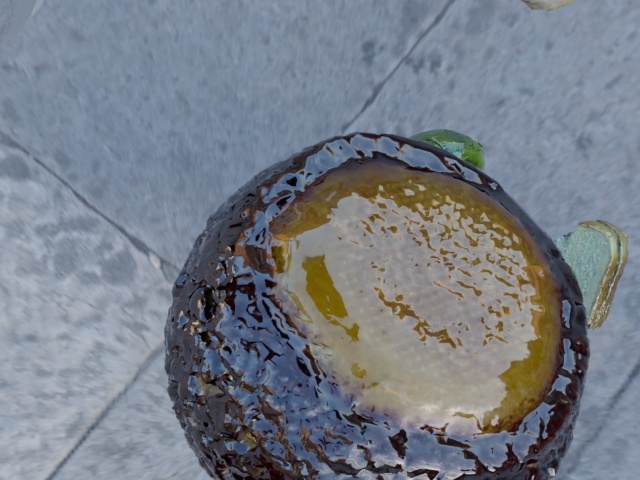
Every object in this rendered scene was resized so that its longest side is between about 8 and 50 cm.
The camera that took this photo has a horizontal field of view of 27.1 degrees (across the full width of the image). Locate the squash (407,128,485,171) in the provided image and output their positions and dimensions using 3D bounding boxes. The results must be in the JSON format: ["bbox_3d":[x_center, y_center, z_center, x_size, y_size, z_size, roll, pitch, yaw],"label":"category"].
[{"bbox_3d":[0.000,-0.002,1.191,0.331,0.087,0.087,-31,85,13],"label":"squash"}]

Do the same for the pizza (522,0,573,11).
[{"bbox_3d":[0.084,-0.243,0.509,0.161,0.085,0.305,1,98,-12],"label":"pizza"}]

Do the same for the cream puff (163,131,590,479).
[{"bbox_3d":[0.028,0.063,0.745,0.239,0.165,0.239,11,54,-16],"label":"cream puff"}]

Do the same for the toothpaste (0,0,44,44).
[{"bbox_3d":[-0.167,-0.103,0.531,0.114,0.299,0.073,31,101,-7],"label":"toothpaste"}]

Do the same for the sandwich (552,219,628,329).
[{"bbox_3d":[0.254,0.023,1.303,0.093,0.036,0.105,35,115,37],"label":"sandwich"}]
